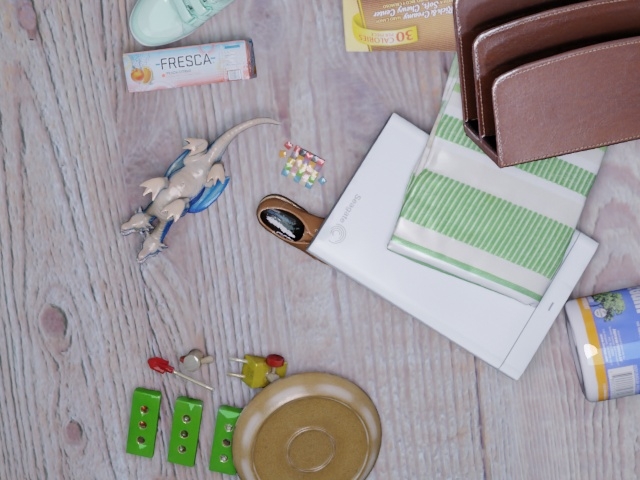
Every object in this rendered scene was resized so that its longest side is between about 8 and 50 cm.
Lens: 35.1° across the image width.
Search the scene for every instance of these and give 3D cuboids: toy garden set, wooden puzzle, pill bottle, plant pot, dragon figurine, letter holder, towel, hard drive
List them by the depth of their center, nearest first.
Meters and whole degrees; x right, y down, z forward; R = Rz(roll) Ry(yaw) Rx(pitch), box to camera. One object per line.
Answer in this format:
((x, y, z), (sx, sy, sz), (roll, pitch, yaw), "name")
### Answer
((0.340, -0.243, 1.294), (0.302, 0.152, 0.214), (-12, 115, -5), "letter holder")
((0.255, -0.095, 1.412), (0.248, 0.038, 0.324), (22, 85, -2), "towel")
((0.493, 0.131, 1.422), (0.272, 0.152, 0.152), (-13, 100, 8), "pill bottle")
((0.190, 0.009, 1.446), (0.353, 0.047, 0.233), (32, 86, -3), "hard drive")
((-0.187, -0.089, 1.483), (0.085, 0.144, 0.289), (43, 84, -2), "dragon figurine")
((-0.026, -0.109, 1.502), (0.083, 0.006, 0.049), (28, 104, 0), "wooden puzzle")
((-0.017, 0.315, 1.543), (0.236, 0.032, 0.236), (-4, 108, -11), "plant pot")
((-0.168, 0.255, 1.577), (0.244, 0.049, 0.203), (11, 105, 5), "toy garden set")

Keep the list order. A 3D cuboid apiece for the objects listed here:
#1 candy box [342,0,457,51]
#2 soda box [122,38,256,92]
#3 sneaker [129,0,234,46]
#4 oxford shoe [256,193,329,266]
((0.118, -0.408, 1.322), (0.183, 0.087, 0.316), (2, 123, 11), "candy box")
((-0.187, -0.252, 1.459), (0.183, 0.063, 0.058), (-5, 101, 7), "soda box")
((-0.174, -0.352, 1.392), (0.256, 0.151, 0.094), (-31, 99, 13), "sneaker")
((0.000, 0.000, 1.489), (0.212, 0.076, 0.076), (22, 102, 0), "oxford shoe")
